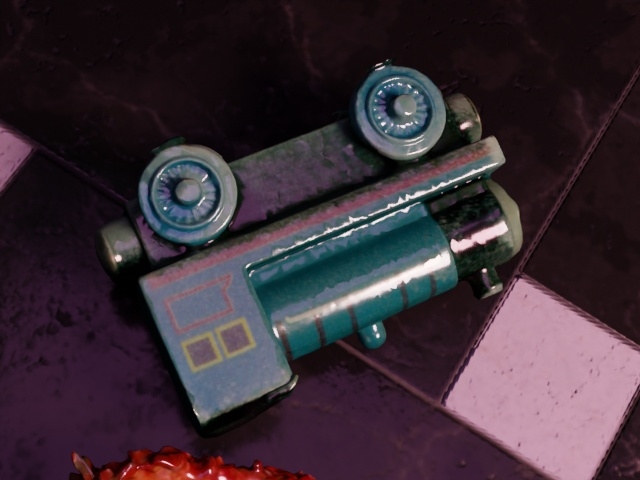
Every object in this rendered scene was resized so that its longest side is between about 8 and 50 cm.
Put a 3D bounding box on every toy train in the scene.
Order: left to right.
[{"bbox_3d":[0.000,0.000,0.788,0.298,0.120,0.194,-23,82,-13],"label":"toy train"}]

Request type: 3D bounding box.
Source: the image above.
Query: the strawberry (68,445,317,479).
[{"bbox_3d":[-0.087,0.216,0.727,0.208,0.087,0.167,18,89,-26],"label":"strawberry"}]
